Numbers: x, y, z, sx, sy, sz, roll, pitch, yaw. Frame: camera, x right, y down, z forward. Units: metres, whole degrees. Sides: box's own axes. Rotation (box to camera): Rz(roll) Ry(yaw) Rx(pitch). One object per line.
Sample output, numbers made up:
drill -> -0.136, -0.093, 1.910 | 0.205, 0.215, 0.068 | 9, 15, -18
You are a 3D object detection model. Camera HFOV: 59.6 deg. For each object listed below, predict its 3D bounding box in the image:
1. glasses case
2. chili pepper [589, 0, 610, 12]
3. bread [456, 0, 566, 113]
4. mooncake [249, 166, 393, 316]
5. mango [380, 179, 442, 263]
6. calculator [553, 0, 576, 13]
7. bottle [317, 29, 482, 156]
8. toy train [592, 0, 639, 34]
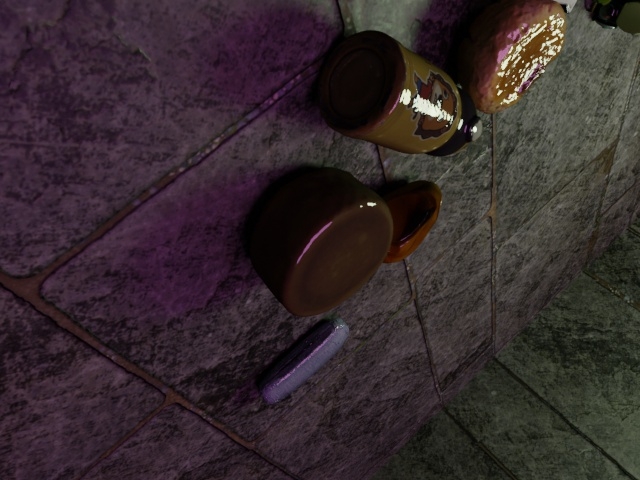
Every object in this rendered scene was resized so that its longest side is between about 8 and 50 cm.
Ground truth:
glasses case -> -0.039, 0.306, 1.424 | 0.282, 0.067, 0.109 | -42, 148, -11
chili pepper -> 0.657, -0.598, 1.277 | 0.073, 0.072, 0.204 | -34, 143, -22
bread -> 0.377, -0.385, 1.135 | 0.244, 0.134, 0.244 | -31, 145, -24
mooncake -> 0.000, 0.000, 1.083 | 0.284, 0.155, 0.284 | -31, 143, -27
mango -> 0.183, -0.046, 1.262 | 0.236, 0.136, 0.166 | -42, 160, -16
calculator -> 0.536, -0.617, 1.157 | 0.177, 0.040, 0.268 | -11, 131, -42
bottle -> 0.168, -0.243, 1.012 | 0.351, 0.171, 0.171 | 3, 122, -49
toy train -> 0.806, -0.569, 1.394 | 0.253, 0.157, 0.105 | -22, 141, -36
